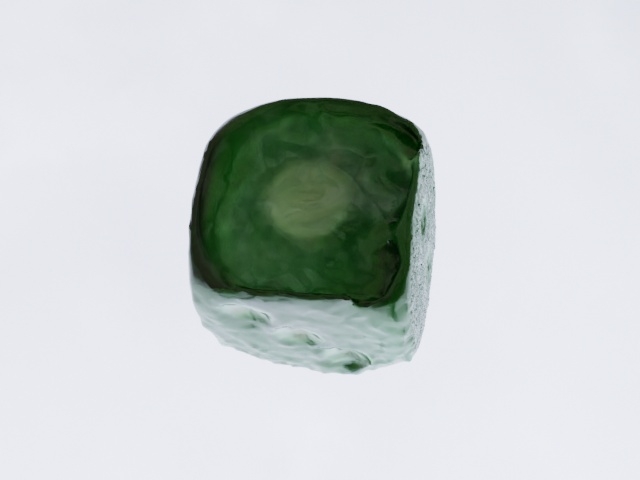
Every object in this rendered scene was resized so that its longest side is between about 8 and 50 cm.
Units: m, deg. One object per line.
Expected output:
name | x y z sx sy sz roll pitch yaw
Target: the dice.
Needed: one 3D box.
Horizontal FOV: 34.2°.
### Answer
dice | 0.000 0.000 0.612 0.128 0.120 0.131 2 -117 12
